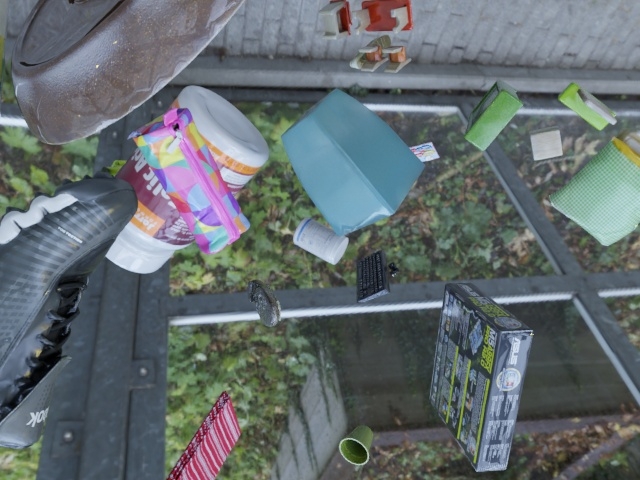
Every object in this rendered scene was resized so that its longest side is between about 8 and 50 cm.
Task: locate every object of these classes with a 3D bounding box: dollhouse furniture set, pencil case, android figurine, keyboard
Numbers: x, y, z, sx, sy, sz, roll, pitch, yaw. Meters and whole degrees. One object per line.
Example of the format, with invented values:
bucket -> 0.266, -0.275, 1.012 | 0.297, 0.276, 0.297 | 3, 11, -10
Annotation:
dollhouse furniture set -> 0.172, -0.051, 0.342 | 0.152, 0.058, 0.076 | 35, 121, -3
pencil case -> -0.201, -0.093, 0.811 | 0.105, 0.104, 0.236 | -22, 118, 8
dollhouse furniture set -> 0.137, -0.623, 1.422 | 0.259, 0.135, 0.261 | 15, 133, 34
android figurine -> -0.538, -0.205, 1.620 | 0.273, 0.248, 0.056 | -11, 116, -53
keyboard -> 0.131, 0.076, 1.195 | 0.108, 0.180, 0.023 | -22, 115, 14

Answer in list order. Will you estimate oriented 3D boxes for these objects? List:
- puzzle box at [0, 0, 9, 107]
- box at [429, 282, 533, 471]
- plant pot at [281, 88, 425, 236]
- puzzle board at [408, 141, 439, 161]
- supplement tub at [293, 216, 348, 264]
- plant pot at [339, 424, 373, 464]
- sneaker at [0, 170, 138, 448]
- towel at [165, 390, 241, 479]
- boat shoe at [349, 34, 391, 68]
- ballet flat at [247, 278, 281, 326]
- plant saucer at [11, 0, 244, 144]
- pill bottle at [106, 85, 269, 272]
puzzle box -> -0.581, -0.401, 0.882 | 0.052, 0.272, 0.408 | 6, 103, -28
box -> 0.283, 0.240, 0.943 | 0.060, 0.216, 0.269 | 0, 106, -12
plant pot -> 0.049, -0.161, 1.010 | 0.234, 0.165, 0.166 | 48, 142, -15
puzzle board -> 0.300, -0.268, 1.613 | 0.128, 0.011, 0.096 | -10, 154, 25
supplement tub -> 0.000, 0.000, 1.139 | 0.107, 0.071, 0.071 | 28, 136, 15
plant pot -> 0.103, 0.536, 1.362 | 0.084, 0.079, 0.083 | 10, 113, 24
sneaker -> -0.185, 0.063, 0.305 | 0.234, 0.106, 0.078 | -44, 180, -8
towel -> -0.276, 0.530, 1.240 | 0.031, 0.274, 0.198 | 12, 132, 19
boat shoe -> 0.152, -0.568, 1.540 | 0.153, 0.048, 0.056 | -48, 132, -17
ballet flat -> -0.127, 0.141, 1.215 | 0.058, 0.250, 0.084 | -1, 97, -18
plant saucer -> -0.166, -0.222, 0.443 | 0.311, 0.310, 0.050 | -31, 139, 17
pill bottle -> -0.318, -0.122, 1.125 | 0.224, 0.224, 0.392 | 30, 115, -38
